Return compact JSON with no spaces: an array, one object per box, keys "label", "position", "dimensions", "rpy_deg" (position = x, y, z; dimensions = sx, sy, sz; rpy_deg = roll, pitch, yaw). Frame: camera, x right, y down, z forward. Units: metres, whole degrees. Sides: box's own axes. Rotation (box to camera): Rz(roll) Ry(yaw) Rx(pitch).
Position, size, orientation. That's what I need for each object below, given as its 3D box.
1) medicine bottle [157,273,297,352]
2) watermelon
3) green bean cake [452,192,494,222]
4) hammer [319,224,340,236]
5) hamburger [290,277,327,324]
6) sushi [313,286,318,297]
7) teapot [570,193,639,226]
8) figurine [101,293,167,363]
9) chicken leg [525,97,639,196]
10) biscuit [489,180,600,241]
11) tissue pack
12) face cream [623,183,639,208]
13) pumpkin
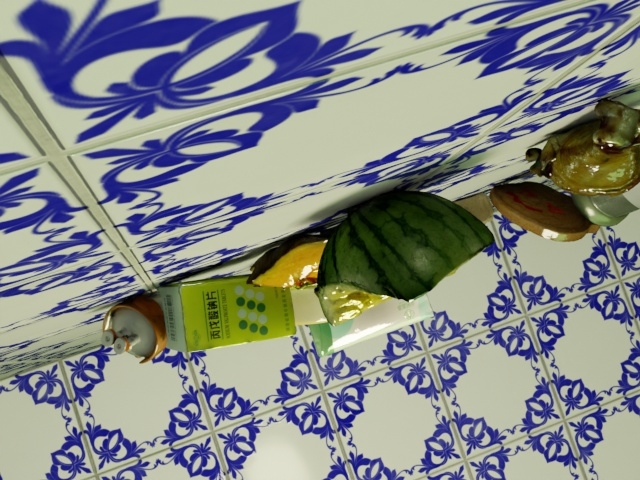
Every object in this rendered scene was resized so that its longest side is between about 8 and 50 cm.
[{"label":"medicine bottle","position":[-0.191,0.142,1.657],"dimensions":[0.250,0.137,0.141],"rpy_deg":[-6,180,-28]},{"label":"watermelon","position":[0.130,0.008,1.407],"dimensions":[0.330,0.189,0.331],"rpy_deg":[-29,-175,3]},{"label":"green bean cake","position":[0.373,-0.063,2.203],"dimensions":[0.179,0.085,0.109],"rpy_deg":[-16,174,-25]},{"label":"hammer","position":[0.000,0.000,1.760],"dimensions":[0.103,0.029,0.246],"rpy_deg":[-17,176,-34]},{"label":"hamburger","position":[-0.016,0.103,1.956],"dimensions":[0.275,0.179,0.294],"rpy_deg":[-9,180,-13]},{"label":"sushi","position":[0.107,0.035,1.770],"dimensions":[0.291,0.131,0.139],"rpy_deg":[-49,-178,-1]},{"label":"teapot","position":[0.755,-0.164,1.896],"dimensions":[0.270,0.200,0.337],"rpy_deg":[-18,174,-30]},{"label":"figurine","position":[-0.368,0.183,1.729],"dimensions":[0.143,0.143,0.271],"rpy_deg":[-20,174,12]},{"label":"chicken leg","position":[0.481,-0.144,1.314],"dimensions":[0.211,0.140,0.361],"rpy_deg":[-11,178,-5]},{"label":"biscuit","position":[0.575,-0.082,2.071],"dimensions":[0.257,0.049,0.273],"rpy_deg":[-9,-144,-35]},{"label":"tissue pack","position":[0.109,0.140,2.299],"dimensions":[0.356,0.266,0.194],"rpy_deg":[-20,-171,1]},{"label":"face cream","position":[0.771,-0.183,1.549],"dimensions":[0.312,0.220,0.357],"rpy_deg":[-15,173,-39]},{"label":"pumpkin","position":[-0.011,0.022,1.611],"dimensions":[0.253,0.149,0.130],"rpy_deg":[8,-145,-5]}]
